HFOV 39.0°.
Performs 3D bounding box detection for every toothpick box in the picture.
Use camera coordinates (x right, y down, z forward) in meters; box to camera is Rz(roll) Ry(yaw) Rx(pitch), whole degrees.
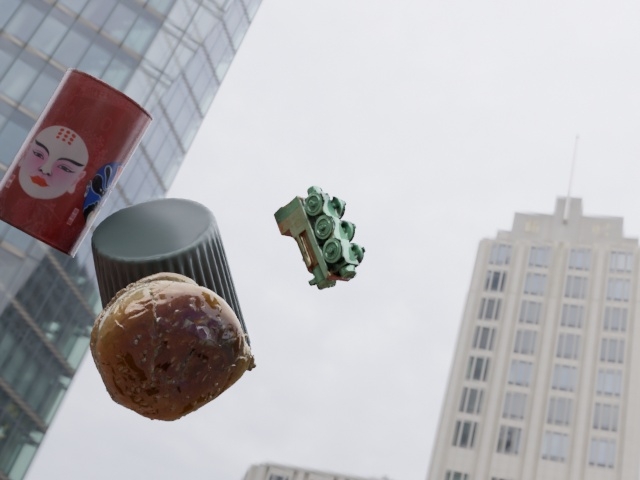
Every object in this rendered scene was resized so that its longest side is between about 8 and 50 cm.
[{"bbox_3d":[-0.509,-0.156,1.839,0.204,0.333,0.204,27,-7,4],"label":"toothpick box"}]

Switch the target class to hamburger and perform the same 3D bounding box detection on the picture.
[{"bbox_3d":[-0.250,0.182,1.520,0.286,0.243,0.146,20,-2,-35],"label":"hamburger"}]

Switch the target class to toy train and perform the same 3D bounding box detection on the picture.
[{"bbox_3d":[0.000,0.000,1.490,0.074,0.176,0.118,9,-38,-47],"label":"toy train"}]

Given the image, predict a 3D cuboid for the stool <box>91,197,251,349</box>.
[{"bbox_3d":[-0.309,0.113,1.844,0.297,0.297,0.330,5,-56,19],"label":"stool"}]
